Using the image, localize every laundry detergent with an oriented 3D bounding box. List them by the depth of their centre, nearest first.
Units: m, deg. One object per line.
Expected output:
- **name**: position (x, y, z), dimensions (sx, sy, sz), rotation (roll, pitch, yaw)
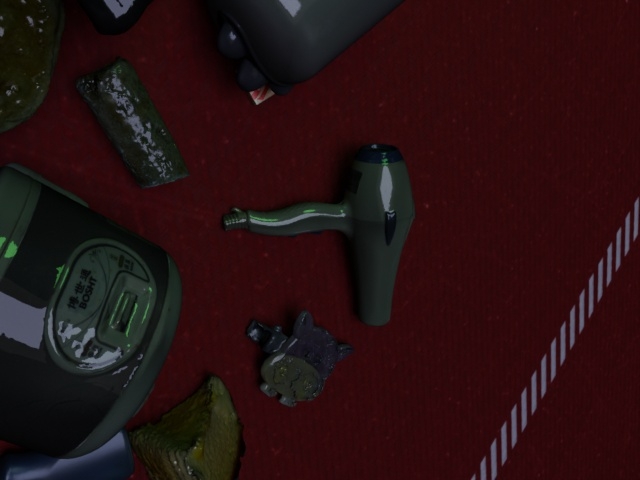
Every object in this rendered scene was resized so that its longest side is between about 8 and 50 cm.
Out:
- **laundry detergent**: position (-0.361, 0.313, 0.853), dimensions (0.206, 0.061, 0.097), rotation (-17, 115, -25)

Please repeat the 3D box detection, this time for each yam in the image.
- **yam**: position (-0.242, -0.146, 0.828), dimensions (0.078, 0.078, 0.179), rotation (-35, 117, -20)

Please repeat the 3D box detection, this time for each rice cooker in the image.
- **rice cooker**: position (-0.325, 0.076, 0.710), dimensions (0.277, 0.288, 0.288), rotation (34, 82, -29)

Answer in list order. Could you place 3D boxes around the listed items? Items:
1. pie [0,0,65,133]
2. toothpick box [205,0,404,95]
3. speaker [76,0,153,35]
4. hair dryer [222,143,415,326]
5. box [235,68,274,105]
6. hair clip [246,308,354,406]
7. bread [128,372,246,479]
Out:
- **pie**: position (-0.403, -0.241, 0.660), dimensions (0.276, 0.078, 0.277), rotation (-3, 120, -6)
- **toothpick box**: position (-0.014, -0.339, 0.851), dimensions (0.316, 0.229, 0.229), rotation (-44, 117, -13)
- **speaker**: position (-0.204, -0.345, 0.669), dimensions (0.184, 0.388, 0.180), rotation (-34, 116, -1)
- **hair dryer**: position (0.030, 0.023, 1.015), dimensions (0.298, 0.119, 0.296), rotation (-25, 115, -7)
- **box**: position (-0.074, -0.248, 0.937), dimensions (0.093, 0.015, 0.058), rotation (-37, 113, -19)
- **hair clip**: position (-0.041, 0.189, 1.015), dimensions (0.187, 0.056, 0.146), rotation (42, 85, -31)
- **bread**: position (-0.164, 0.291, 0.921), dimensions (0.160, 0.169, 0.140), rotation (-36, 114, -35)
